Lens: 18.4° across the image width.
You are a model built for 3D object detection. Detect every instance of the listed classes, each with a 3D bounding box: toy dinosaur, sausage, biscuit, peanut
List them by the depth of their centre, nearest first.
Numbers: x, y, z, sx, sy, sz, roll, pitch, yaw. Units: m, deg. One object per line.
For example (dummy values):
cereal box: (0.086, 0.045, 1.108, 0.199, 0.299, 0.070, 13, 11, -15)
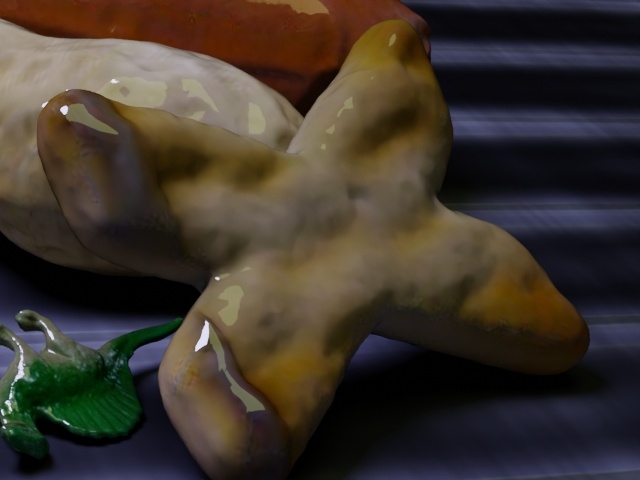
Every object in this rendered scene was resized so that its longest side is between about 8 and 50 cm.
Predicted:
toy dinosaur: (-0.086, 0.052, 0.725, 0.060, 0.029, 0.120, 39, 28, 25)
biscuit: (0.000, 0.001, 0.751, 0.208, 0.047, 0.164, -17, 76, -47)
peanut: (-0.128, -0.046, 0.842, 0.263, 0.101, 0.117, 14, 2, 15)
sausage: (-0.076, -0.094, 0.953, 0.258, 0.133, 0.133, 10, 21, -7)
